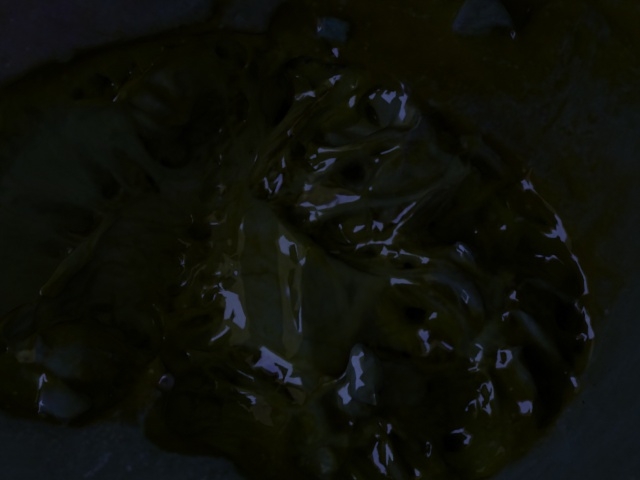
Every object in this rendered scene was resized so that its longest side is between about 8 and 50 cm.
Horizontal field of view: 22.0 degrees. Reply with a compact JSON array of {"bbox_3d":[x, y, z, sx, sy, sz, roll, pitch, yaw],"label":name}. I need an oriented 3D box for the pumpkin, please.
[{"bbox_3d":[0.000,0.000,0.602,0.197,0.292,0.263,67,-142,-81],"label":"pumpkin"}]
